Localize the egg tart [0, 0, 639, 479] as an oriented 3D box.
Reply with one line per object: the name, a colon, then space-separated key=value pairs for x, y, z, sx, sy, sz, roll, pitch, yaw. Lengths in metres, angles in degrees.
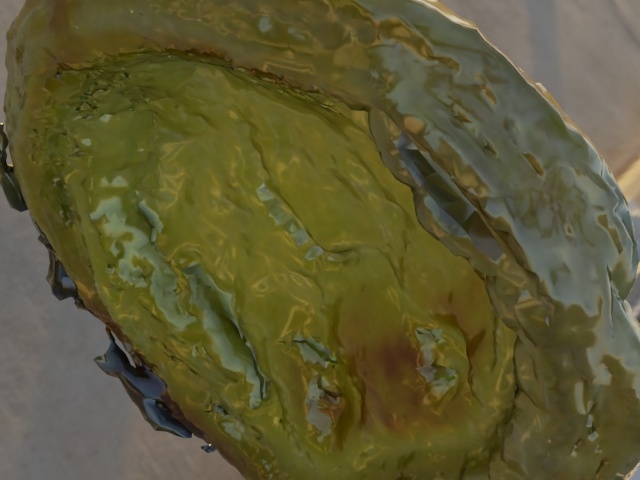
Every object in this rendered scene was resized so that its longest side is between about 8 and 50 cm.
egg tart: x=0.000 y=0.000 z=0.468 sx=0.279 sy=0.279 sz=0.095 roll=50 pitch=53 yaw=-6
